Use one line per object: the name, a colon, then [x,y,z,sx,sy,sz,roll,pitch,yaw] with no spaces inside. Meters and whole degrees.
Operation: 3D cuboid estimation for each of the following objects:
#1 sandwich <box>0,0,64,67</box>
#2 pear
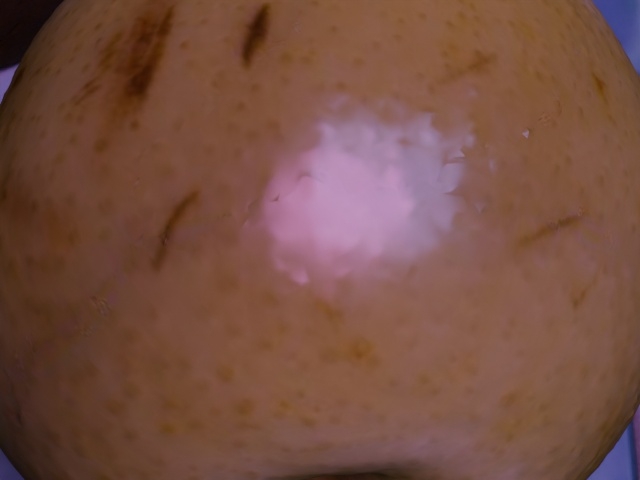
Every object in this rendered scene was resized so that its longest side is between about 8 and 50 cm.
sandwich: [-0.200,-0.155,0.626,0.258,0.096,0.094,-30,85,-44]
pear: [0.000,0.000,0.547,0.348,0.348,0.348,10,68,-26]
